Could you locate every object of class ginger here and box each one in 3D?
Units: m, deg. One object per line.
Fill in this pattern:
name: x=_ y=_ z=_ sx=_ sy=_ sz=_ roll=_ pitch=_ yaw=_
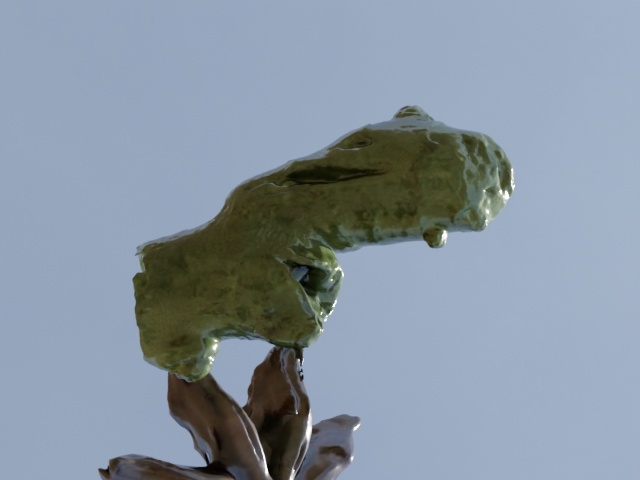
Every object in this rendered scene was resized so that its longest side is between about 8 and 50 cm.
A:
ginger: x=-0.004 y=0.002 z=1.252 sx=0.290 sy=0.089 sz=0.137 roll=-31 pitch=-140 yaw=-1

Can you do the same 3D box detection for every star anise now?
star anise: x=-0.051 y=0.206 z=1.321 sx=0.088 sy=0.288 sz=0.288 roll=-16 pitch=-118 yaw=42
